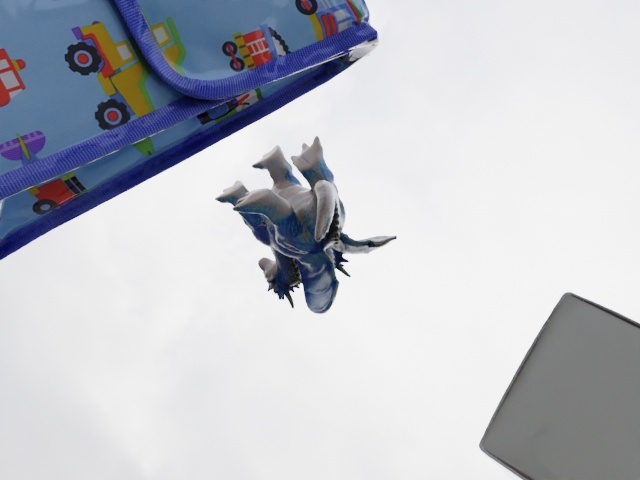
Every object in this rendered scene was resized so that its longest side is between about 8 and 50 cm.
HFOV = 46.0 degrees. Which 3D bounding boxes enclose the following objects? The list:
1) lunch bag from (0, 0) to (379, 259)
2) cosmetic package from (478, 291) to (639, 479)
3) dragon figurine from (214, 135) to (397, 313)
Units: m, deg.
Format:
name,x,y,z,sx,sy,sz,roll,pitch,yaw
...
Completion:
name,x,y,z,sx,sy,sz,roll,pitch,yaw
lunch bag,-0.119,-0.156,0.432,0.221,0.293,0.138,60,-16,1
cosmetic package,0.244,0.173,0.681,0.129,0.153,0.296,29,-10,25
dragon figurine,0.000,0.000,0.605,0.144,0.085,0.289,50,-15,-17
